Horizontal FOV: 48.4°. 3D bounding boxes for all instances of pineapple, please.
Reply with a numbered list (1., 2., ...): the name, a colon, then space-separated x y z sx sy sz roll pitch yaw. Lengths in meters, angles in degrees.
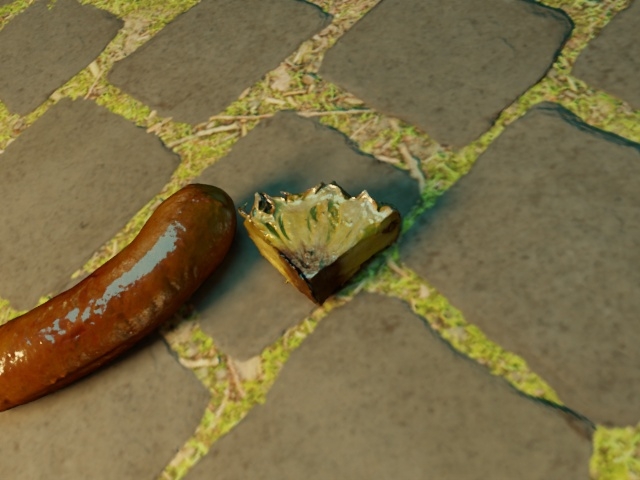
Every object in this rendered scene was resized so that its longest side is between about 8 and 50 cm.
1. pineapple: 0.000 0.000 0.603 0.137 0.069 0.116 -7 53 13

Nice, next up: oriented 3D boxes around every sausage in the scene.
1. sausage: -0.196 0.058 0.624 0.302 0.076 0.103 -33 53 -6
